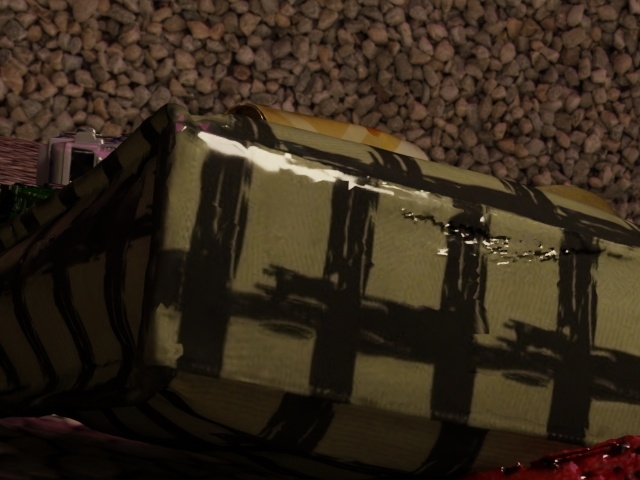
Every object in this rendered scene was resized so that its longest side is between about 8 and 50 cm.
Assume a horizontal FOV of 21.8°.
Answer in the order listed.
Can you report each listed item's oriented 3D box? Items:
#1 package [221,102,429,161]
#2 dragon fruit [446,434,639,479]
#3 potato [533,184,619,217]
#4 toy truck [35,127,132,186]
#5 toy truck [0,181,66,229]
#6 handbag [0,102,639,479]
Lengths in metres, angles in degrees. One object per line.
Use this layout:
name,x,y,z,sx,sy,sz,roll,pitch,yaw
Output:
package,-0.029,0.008,1.491,0.165,0.221,0.311,-8,-5,27
dragon fruit,0.126,0.164,0.751,0.161,0.121,0.127,-11,44,13
potato,0.163,0.038,1.372,0.251,0.174,0.159,-30,-10,-38
toy truck,-0.270,-0.075,2.015,0.155,0.124,0.268,5,4,-2
toy truck,-0.209,-0.009,1.656,0.121,0.088,0.259,14,7,34
handbag,-0.002,0.052,0.890,0.325,0.163,0.327,13,-15,-27
